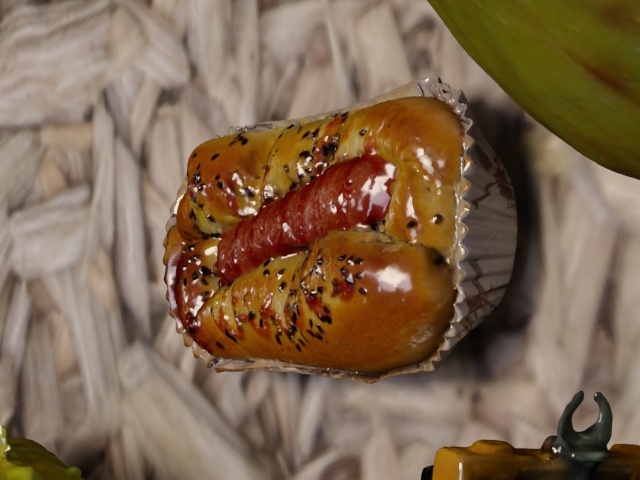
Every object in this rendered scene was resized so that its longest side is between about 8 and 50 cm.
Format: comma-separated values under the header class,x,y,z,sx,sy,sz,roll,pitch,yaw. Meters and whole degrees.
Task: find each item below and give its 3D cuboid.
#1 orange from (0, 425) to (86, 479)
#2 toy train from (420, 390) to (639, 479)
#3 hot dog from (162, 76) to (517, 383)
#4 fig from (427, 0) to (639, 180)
class,x,y,z,sx,sy,sz,roll,pitch,yaw
orange,-0.179,0.215,0.826,0.300,0.223,0.301,-48,47,25
toy train,0.056,0.151,0.631,0.127,0.089,0.219,18,102,62
hot dog,0.000,0.000,0.742,0.191,0.059,0.108,-8,76,54
fig,0.058,-0.083,0.507,0.151,0.259,0.151,6,97,60
